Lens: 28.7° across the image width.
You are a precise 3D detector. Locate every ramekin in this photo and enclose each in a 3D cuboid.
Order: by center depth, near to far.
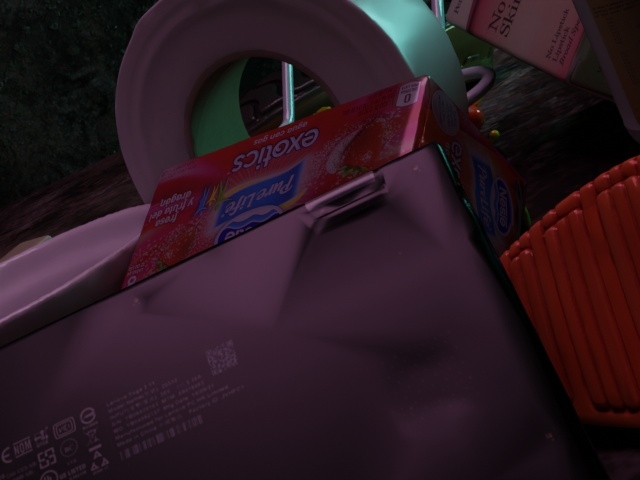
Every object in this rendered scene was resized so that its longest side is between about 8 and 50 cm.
[{"bbox_3d":[-0.219,0.091,1.007,0.277,0.135,0.277,-24,14,6],"label":"ramekin"}]

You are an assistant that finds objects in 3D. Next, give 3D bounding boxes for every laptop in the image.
[{"bbox_3d":[-0.075,0.138,0.553,0.382,0.236,0.408,-26,56,5],"label":"laptop"}]

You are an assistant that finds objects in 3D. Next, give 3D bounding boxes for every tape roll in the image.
[{"bbox_3d":[-0.025,-0.096,1.037,0.286,0.286,0.100,-19,14,30],"label":"tape roll"}]

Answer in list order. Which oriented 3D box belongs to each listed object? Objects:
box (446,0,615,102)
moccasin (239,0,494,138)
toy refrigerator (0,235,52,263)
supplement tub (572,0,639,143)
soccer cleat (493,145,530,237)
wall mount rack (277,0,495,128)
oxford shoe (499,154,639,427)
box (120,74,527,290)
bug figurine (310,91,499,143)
[{"bbox_3d":[0.234,-0.219,1.106,0.127,0.148,0.232,14,16,-26],"label":"box"},{"bbox_3d":[0.060,-0.187,1.589,0.380,0.147,0.139,-29,27,-27],"label":"moccasin"},{"bbox_3d":[-0.336,0.117,1.156,0.269,0.094,0.102,-43,16,-26],"label":"toy refrigerator"},{"bbox_3d":[0.264,-0.152,0.877,0.144,0.199,0.144,-25,14,6],"label":"supplement tub"},{"bbox_3d":[0.131,-0.022,0.963,0.072,0.060,0.179,-8,26,27],"label":"soccer cleat"},{"bbox_3d":[0.016,-0.176,1.290,0.350,0.130,0.304,-17,23,32],"label":"wall mount rack"},{"bbox_3d":[0.241,0.006,0.571,0.364,0.130,0.133,-21,-15,36],"label":"oxford shoe"},{"bbox_3d":[0.000,0.000,0.876,0.257,0.128,0.122,-16,47,38],"label":"box"},{"bbox_3d":[0.047,-0.088,1.333,0.216,0.072,0.279,-39,21,-23],"label":"bug figurine"}]
